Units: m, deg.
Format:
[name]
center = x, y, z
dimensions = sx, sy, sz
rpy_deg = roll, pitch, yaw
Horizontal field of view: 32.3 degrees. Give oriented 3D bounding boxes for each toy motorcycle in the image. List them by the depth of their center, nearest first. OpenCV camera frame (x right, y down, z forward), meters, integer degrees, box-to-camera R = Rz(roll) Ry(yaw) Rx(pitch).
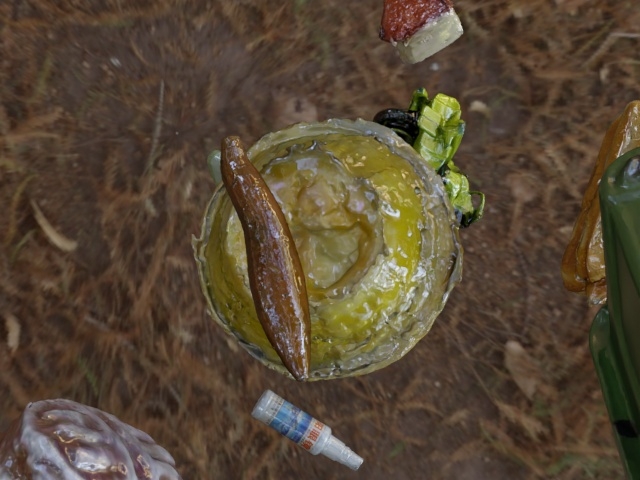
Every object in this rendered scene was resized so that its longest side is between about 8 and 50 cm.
[toy motorcycle]
center = 0.178, -0.107, 1.839
dimensions = 0.206, 0.342, 0.142
rpy_deg = 7, 63, 4

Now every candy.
[candy]
center = -0.306, 0.314, 1.457
dimensions = 0.157, 0.289, 0.214
rpy_deg = -48, 54, 7

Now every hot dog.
[hot dog]
center = 0.320, -0.034, 1.176
dimensions = 0.076, 0.102, 0.249
rpy_deg = 24, 67, -3

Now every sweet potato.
[sweet potato]
center = -0.049, 0.013, 1.091
dimensions = 0.057, 0.057, 0.264
rpy_deg = -13, 75, -6

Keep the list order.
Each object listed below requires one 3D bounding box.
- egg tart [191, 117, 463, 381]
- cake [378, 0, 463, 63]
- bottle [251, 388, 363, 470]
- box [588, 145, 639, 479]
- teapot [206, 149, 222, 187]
[egg tart]
center = 0.000, 0.000, 1.210
dimensions = 0.315, 0.120, 0.315
rpy_deg = -3, 78, 13
[cake]
center = 0.128, -0.359, 1.703
dimensions = 0.117, 0.220, 0.086
rpy_deg = -35, 136, 8
[bottle]
center = -0.021, 0.348, 1.996
dimensions = 0.217, 0.060, 0.060
rpy_deg = 33, 91, -4
[box]
center = 0.280, 0.072, 0.561
dimensions = 0.253, 0.328, 0.177
rpy_deg = -14, 130, 8
[teapot]
center = -0.034, 0.003, 1.709
dimensions = 0.322, 0.239, 0.239
rpy_deg = 3, 54, 22
